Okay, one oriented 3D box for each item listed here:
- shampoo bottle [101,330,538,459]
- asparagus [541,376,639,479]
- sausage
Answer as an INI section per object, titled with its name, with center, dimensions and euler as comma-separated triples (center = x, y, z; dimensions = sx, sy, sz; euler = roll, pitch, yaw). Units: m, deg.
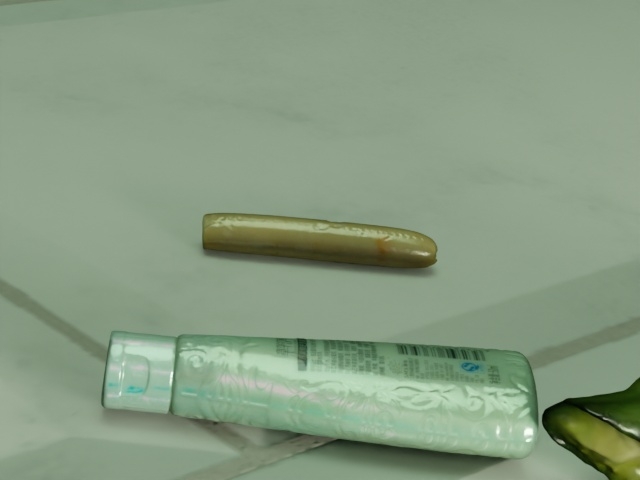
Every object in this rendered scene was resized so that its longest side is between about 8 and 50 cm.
[shampoo bottle]
center = -0.001, 0.066, 0.748
dimensions = 0.191, 0.041, 0.069
euler = 5, 28, -4
[asparagus]
center = 0.240, 0.084, 0.736
dimensions = 0.287, 0.080, 0.080
euler = -9, 26, -15
[sausage]
center = 0.000, 0.000, 0.931
dimensions = 0.132, 0.024, 0.024
euler = 5, 22, -3
